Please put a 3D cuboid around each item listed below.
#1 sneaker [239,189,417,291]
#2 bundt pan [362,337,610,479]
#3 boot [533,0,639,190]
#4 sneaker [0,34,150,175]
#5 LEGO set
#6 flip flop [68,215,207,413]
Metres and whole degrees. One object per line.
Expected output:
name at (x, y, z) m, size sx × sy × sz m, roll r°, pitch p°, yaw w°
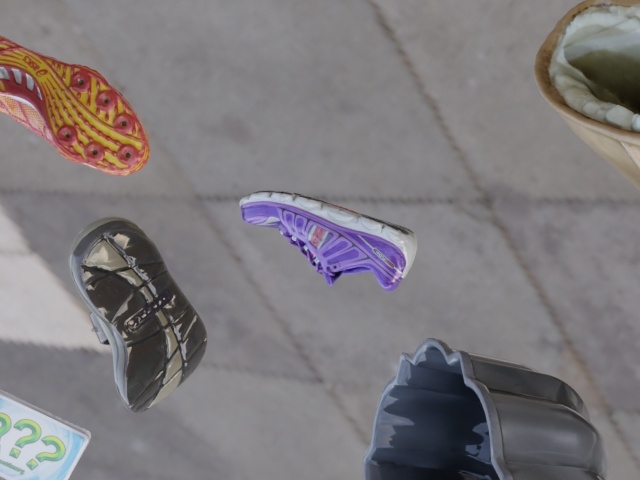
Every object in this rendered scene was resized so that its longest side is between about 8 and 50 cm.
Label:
sneaker at (0.000, 0.000, 1.525) m, size 0.170 × 0.071 × 0.068 m, roll 19°, pitch -178°, yaw 21°
bundt pan at (0.135, 0.241, 1.327) m, size 0.124 × 0.331 × 0.331 m, roll 3°, pitch 156°, yaw -18°
boot at (0.236, 0.019, 0.741) m, size 0.269 × 0.089 × 0.236 m, roll 43°, pitch 170°, yaw -36°
sneaker at (-0.190, -0.102, 1.214) m, size 0.175 × 0.064 × 0.067 m, roll 33°, pitch 180°, yaw 14°
LEGO set at (-0.290, 0.149, 1.059) m, size 0.244 × 0.182 × 0.060 m, roll 29°, pitch -175°, yaw -14°
flip flop at (-0.195, 0.070, 1.737) m, size 0.080 × 0.112 × 0.277 m, roll 39°, pitch 160°, yaw 39°
